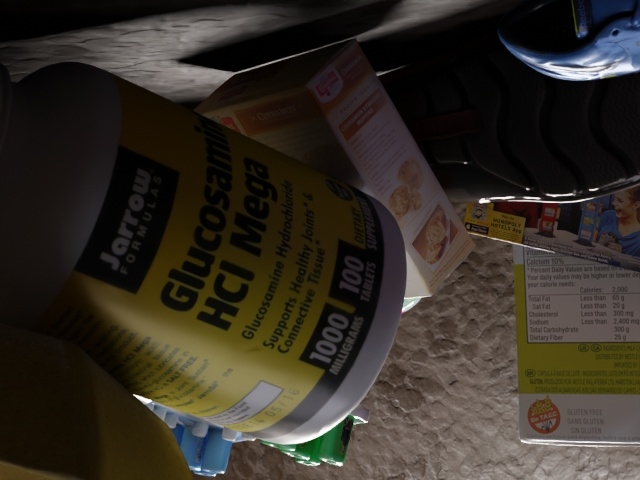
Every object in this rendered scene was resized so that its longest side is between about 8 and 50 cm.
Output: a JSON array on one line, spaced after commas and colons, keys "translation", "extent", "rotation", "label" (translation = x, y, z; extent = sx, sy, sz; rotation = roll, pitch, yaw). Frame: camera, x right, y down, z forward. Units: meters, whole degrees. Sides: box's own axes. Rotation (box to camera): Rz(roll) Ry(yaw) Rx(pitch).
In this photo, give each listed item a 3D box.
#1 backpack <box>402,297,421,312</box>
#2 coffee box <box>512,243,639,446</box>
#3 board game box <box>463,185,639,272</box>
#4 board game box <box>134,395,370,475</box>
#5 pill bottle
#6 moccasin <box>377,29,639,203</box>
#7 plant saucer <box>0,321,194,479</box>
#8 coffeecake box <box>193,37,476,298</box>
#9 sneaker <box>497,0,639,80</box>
[{"translation": [0.000, 0.000, 1.809], "extent": [0.191, 0.225, 0.253], "rotation": [-11, 177, -39], "label": "backpack"}, {"translation": [0.392, 0.004, 1.482], "extent": [0.338, 0.334, 0.337], "rotation": [-3, 180, 28], "label": "coffee box"}, {"translation": [0.232, -0.082, 1.337], "extent": [0.194, 0.194, 0.060], "rotation": [14, -172, 27], "label": "board game box"}, {"translation": [-0.206, 0.121, 1.331], "extent": [0.390, 0.050, 0.390], "rotation": [19, 165, -17], "label": "board game box"}, {"translation": [-0.123, 0.000, 1.040], "extent": [0.334, 0.188, 0.188], "rotation": [23, 162, -30], "label": "pill bottle"}, {"translation": [0.151, -0.090, 1.210], "extent": [0.147, 0.139, 0.380], "rotation": [-22, -175, -40], "label": "moccasin"}, {"translation": [-0.237, 0.097, 0.990], "extent": [0.332, 0.081, 0.333], "rotation": [15, 164, 12], "label": "plant saucer"}, {"translation": [0.007, -0.045, 1.204], "extent": [0.142, 0.185, 0.068], "rotation": [-9, -150, 48], "label": "coffeecake box"}, {"translation": [0.205, -0.139, 0.973], "extent": [0.209, 0.069, 0.082], "rotation": [-8, 173, 38], "label": "sneaker"}]
